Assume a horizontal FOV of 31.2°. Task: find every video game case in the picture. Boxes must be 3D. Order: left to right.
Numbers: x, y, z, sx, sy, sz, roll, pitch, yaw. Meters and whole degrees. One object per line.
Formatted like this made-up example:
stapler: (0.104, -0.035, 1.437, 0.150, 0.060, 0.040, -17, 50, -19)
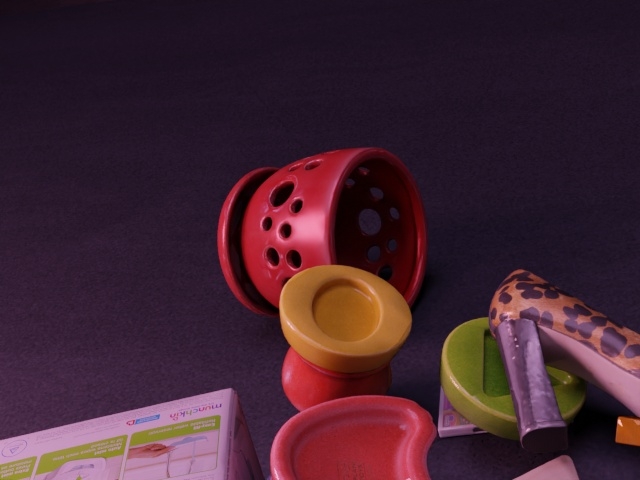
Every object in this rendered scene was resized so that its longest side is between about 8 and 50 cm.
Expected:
video game case: (0.172, 0.146, 1.070, 0.122, 0.011, 0.087, -9, 28, 13)

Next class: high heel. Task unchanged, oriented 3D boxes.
high heel: (0.279, 0.084, 0.976, 0.261, 0.093, 0.186, -3, 45, -1)

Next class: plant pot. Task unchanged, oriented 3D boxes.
plant pot: (0.000, 0.000, 1.249, 0.174, 0.191, 0.191, -3, 29, 39)

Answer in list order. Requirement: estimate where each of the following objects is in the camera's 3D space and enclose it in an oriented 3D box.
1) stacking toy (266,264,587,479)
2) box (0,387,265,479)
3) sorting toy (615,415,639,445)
stacking toy: (0.082, 0.181, 0.993, 0.279, 0.130, 0.309, 11, 38, -3)
box: (-0.182, 0.256, 0.933, 0.262, 0.126, 0.231, -14, 28, 4)
sorting toy: (0.379, 0.164, 0.800, 0.307, 0.041, 0.229, 4, -4, 34)
